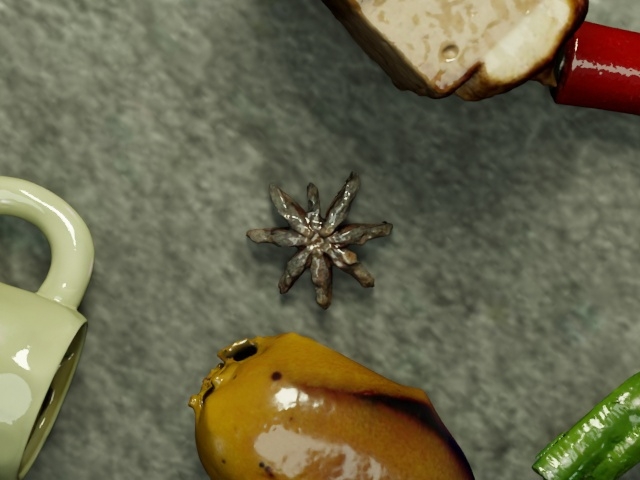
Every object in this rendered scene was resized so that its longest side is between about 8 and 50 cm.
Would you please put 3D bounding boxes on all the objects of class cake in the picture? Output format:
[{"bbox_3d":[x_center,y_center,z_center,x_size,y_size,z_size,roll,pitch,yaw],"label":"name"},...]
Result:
[{"bbox_3d":[0.097,-0.243,0.924,0.196,0.199,0.293,-44,100,4],"label":"cake"}]

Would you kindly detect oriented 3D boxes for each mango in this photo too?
[{"bbox_3d":[0.011,0.205,1.023,0.287,0.152,0.201,32,87,-6],"label":"mango"}]

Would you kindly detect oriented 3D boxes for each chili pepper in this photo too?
[{"bbox_3d":[0.352,0.124,1.031,0.359,0.076,0.085,-42,115,13],"label":"chili pepper"}]

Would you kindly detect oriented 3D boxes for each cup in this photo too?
[{"bbox_3d":[-0.323,0.073,1.003,0.202,0.173,0.255,22,101,-3],"label":"cup"}]

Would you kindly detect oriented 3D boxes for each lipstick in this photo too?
[{"bbox_3d":[0.328,-0.140,0.983,0.241,0.080,0.080,10,100,2],"label":"lipstick"}]

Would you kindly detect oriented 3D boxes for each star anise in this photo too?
[{"bbox_3d":[0.000,0.002,1.043,0.141,0.042,0.141,1,101,4],"label":"star anise"}]
